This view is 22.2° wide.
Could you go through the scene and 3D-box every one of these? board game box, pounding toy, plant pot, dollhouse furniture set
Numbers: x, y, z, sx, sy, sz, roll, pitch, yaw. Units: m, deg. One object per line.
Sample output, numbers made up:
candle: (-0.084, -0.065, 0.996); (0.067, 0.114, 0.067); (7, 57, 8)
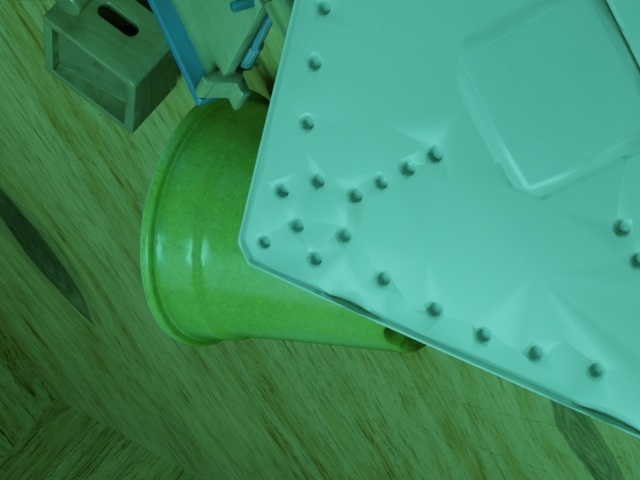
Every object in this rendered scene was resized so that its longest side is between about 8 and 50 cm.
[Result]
board game box: (0.159, -0.098, 1.052); (0.390, 0.050, 0.390); (23, 112, 23)
pounding toy: (-0.242, -0.240, 1.759); (0.181, 0.094, 0.206); (37, 159, 6)
plant pot: (0.000, 0.000, 1.651); (0.254, 0.276, 0.276); (13, 148, 30)
dollhouse furniture set: (0.006, -0.207, 1.348); (0.303, 0.198, 0.286); (63, 158, 11)
